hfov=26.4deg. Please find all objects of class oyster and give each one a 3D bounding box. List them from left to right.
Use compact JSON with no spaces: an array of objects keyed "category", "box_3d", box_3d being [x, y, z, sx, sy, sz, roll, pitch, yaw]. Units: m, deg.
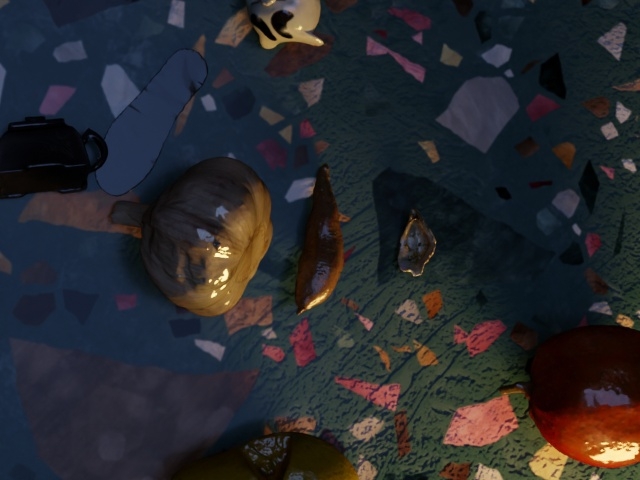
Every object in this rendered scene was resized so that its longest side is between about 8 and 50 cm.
[{"category":"oyster","box_3d":[0.139,0.003,1.957,0.051,0.034,0.093,19,96,0]}]

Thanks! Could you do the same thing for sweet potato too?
[{"category":"sweet potato","box_3d":[0.005,0.004,1.904,0.068,0.068,0.226,14,73,-16]}]

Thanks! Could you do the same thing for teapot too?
[{"category":"teapot","box_3d":[-0.368,-0.118,1.785,0.177,0.087,0.096,-6,69,-16]}]

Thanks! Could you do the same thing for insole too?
[{"category":"insole","box_3d":[-0.232,-0.164,1.860,0.080,0.003,0.232,35,81,-14]}]

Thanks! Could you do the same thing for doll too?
[{"category":"doll","box_3d":[-0.052,-0.357,1.859,0.107,0.110,0.180,2,88,-56]}]

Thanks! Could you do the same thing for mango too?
[{"category":"mango","box_3d":[-0.075,0.347,1.847,0.262,0.130,0.167,-8,97,-11]}]

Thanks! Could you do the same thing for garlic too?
[{"category":"garlic","box_3d":[-0.181,-0.019,1.797,0.212,0.218,0.218,19,84,16]}]

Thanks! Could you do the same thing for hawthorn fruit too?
[{"category":"hawthorn fruit","box_3d":[0.381,0.220,1.949,0.253,0.205,0.205,0,90,-12]}]
